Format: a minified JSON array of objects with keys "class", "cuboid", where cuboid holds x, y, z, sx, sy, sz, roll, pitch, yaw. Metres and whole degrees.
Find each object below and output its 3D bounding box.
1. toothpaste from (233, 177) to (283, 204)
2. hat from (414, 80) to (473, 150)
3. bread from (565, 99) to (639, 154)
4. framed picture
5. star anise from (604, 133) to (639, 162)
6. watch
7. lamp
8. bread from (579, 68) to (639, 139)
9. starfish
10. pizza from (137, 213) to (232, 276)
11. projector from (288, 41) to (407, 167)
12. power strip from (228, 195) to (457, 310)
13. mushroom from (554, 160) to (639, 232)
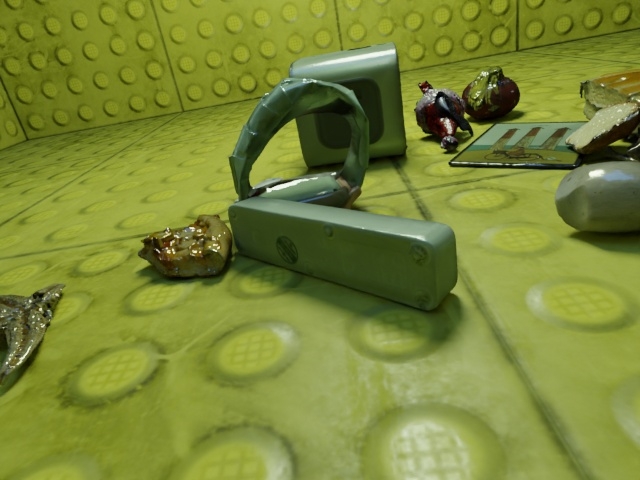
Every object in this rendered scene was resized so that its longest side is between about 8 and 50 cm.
[{"class":"toothpaste","cuboid":[-0.136,-0.106,0.985,0.048,0.031,0.190,-4,22,20]},{"class":"hat","cuboid":[0.302,-0.294,1.112,0.128,0.140,0.227,-15,36,16]},{"class":"bread","cuboid":[0.533,-0.207,0.853,0.126,0.044,0.129,-38,13,20]},{"class":"framed picture","cuboid":[0.457,-0.215,0.996,0.244,0.013,0.324,9,32,35]},{"class":"star anise","cuboid":[0.597,-0.164,0.728,0.230,0.081,0.262,-28,0,-33]},{"class":"watch","cuboid":[-0.036,-0.153,0.788,0.253,0.241,0.162,-14,26,-6]},{"class":"lamp","cuboid":[0.472,-0.411,1.261,0.156,0.135,0.157,-11,23,-2]},{"class":"bread","cuboid":[0.697,-0.283,0.917,0.245,0.111,0.239,-6,25,6]},{"class":"starfish","cuboid":[-0.431,0.115,0.607,0.138,0.050,0.247,-17,22,-10]},{"class":"pizza","cuboid":[-0.223,0.004,0.744,0.161,0.063,0.182,-12,26,1]},{"class":"projector","cuboid":[0.076,-0.335,1.123,0.249,0.248,0.249,-6,25,10]},{"class":"power strip","cuboid":[0.000,0.000,0.625,0.385,0.091,0.062,13,32,42]},{"class":"mushroom","cuboid":[0.415,-0.053,0.572,0.212,0.088,0.097,8,40,23]}]
